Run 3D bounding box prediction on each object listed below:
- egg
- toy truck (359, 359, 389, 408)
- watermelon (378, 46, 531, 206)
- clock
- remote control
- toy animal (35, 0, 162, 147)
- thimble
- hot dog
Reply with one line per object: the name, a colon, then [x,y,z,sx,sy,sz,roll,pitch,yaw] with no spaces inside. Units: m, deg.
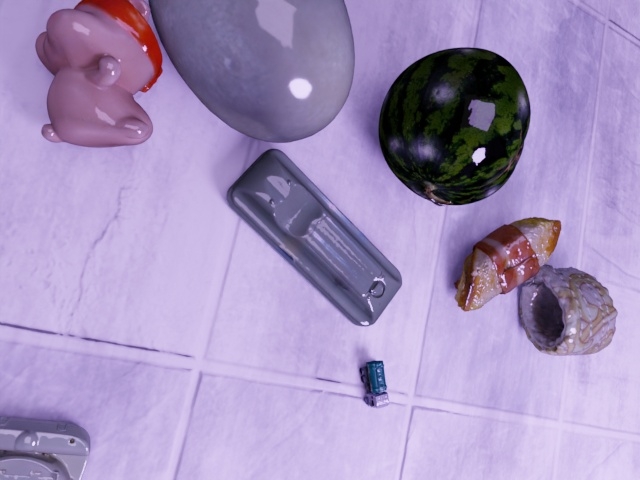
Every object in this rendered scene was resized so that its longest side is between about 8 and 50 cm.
egg: [-0.095,-0.308,0.686,0.258,0.258,0.352,-42,104,-22]
toy truck: [0.097,0.251,0.841,0.039,0.044,0.083,-7,88,-22]
watermelon: [0.224,-0.192,0.819,0.269,0.269,0.268,2,84,-25]
clock: [-0.386,0.325,0.602,0.152,0.062,0.191,15,80,-23]
remote control: [0.000,0.000,0.806,0.335,0.065,0.128,44,72,-15]
toy animal: [-0.291,-0.226,0.644,0.171,0.171,0.197,4,86,-24]
thimble: [0.503,0.140,0.989,0.144,0.137,0.190,1,70,-23]
hot dog: [0.359,0.037,0.956,0.262,0.093,0.123,-29,107,-9]
